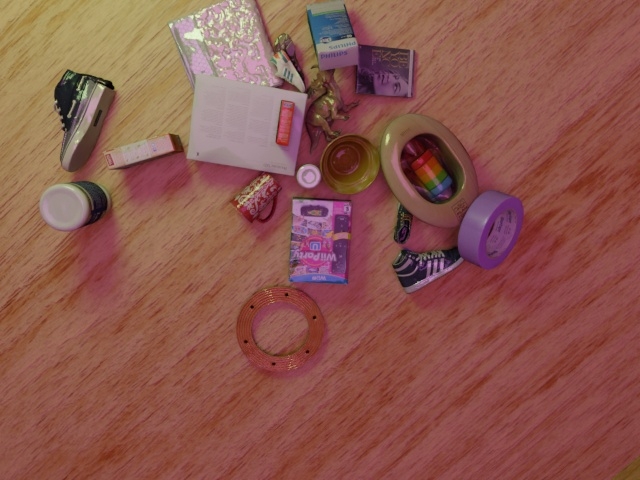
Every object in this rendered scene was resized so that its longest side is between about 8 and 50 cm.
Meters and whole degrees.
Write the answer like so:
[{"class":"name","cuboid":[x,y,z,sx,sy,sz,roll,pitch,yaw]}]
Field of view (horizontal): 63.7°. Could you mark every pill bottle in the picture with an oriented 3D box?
[{"class":"pill bottle","cuboid":[-0.810,-0.123,1.730,0.153,0.265,0.153,0,100,-2]},{"class":"pill bottle","cuboid":[-0.043,-0.228,1.817,0.085,0.152,0.086,-1,99,-3]}]

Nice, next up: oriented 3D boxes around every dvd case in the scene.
[{"class":"dvd case","cuboid":[0.230,-0.595,1.815,0.221,0.018,0.165,-1,99,-19]}]

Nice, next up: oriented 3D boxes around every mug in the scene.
[{"class":"mug","cuboid":[-0.222,-0.154,1.858,0.169,0.150,0.113,-46,63,0]}]

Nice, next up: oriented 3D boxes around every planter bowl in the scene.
[{"class":"planter bowl","cuboid":[0.096,-0.280,1.840,0.216,0.090,0.218,-4,112,-11]}]

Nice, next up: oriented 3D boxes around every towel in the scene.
[{"class":"towel","cuboid":[-0.326,-0.650,1.782,0.316,0.053,0.332,-20,101,0]}]

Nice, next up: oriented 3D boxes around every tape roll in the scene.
[{"class":"tape roll","cuboid":[0.611,-0.038,1.844,0.274,0.090,0.275,-20,123,-34]}]

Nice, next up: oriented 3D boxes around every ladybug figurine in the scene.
[{"class":"ladybug figurine","cuboid":[0.375,-0.236,1.827,0.305,0.162,0.450,-37,99,-8]}]

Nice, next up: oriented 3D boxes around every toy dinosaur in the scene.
[{"class":"toy dinosaur","cuboid":[0.005,-0.459,1.804,0.200,0.127,0.296,31,107,-2]}]

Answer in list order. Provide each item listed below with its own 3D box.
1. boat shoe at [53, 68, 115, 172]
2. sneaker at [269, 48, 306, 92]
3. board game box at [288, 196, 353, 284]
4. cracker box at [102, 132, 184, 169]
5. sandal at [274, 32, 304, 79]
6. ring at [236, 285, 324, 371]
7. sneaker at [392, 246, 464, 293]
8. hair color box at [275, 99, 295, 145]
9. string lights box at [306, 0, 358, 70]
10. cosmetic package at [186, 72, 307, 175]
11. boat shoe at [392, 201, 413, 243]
[{"class":"boat shoe","cuboid":[-0.846,-0.415,1.763,0.158,0.127,0.341,25,89,-1]},{"class":"sneaker","cuboid":[-0.113,-0.572,1.775,0.075,0.057,0.161,-29,111,12]},{"class":"board game box","cuboid":[0.000,0.000,1.887,0.223,0.097,0.304,2,100,-4]},{"class":"cracker box","cuboid":[-0.603,-0.305,1.768,0.232,0.156,0.067,-17,100,-1]},{"class":"sandal","cuboid":[-0.109,-0.632,1.804,0.072,0.049,0.180,-23,115,6]},{"class":"ring","cuboid":[-0.154,0.336,1.964,0.336,0.032,0.337,-1,100,-3]},{"class":"sneaker","cuboid":[0.403,0.066,1.920,0.282,0.099,0.153,-33,102,5]},{"class":"hair color box","cuboid":[-0.118,-0.391,1.709,0.043,0.072,0.141,7,106,-11]},{"class":"string lights box","cuboid":[0.037,-0.687,1.709,0.133,0.077,0.260,-10,58,-1]},{"class":"cosmetic package","cuboid":[-0.253,-0.396,1.776,0.376,0.097,0.285,8,104,-10]},{"class":"boat shoe","cuboid":[0.315,-0.075,1.899,0.065,0.083,0.184,10,98,-5]}]
